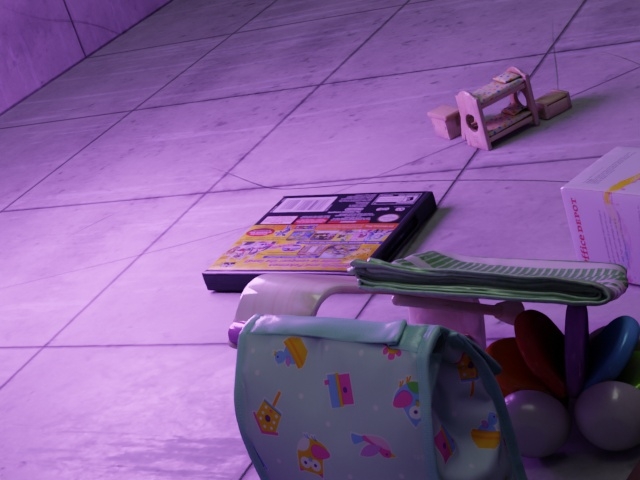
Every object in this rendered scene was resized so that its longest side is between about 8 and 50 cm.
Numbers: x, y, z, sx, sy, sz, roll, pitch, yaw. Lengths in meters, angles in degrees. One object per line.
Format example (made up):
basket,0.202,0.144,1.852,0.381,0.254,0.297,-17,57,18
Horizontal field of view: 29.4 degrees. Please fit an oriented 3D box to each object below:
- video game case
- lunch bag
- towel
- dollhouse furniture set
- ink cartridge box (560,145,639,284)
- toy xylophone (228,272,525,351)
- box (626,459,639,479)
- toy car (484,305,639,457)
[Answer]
video game case,0.000,0.000,1.813,0.274,0.035,0.248,-1,29,33
lunch bag,0.054,0.177,1.103,0.223,0.262,0.160,2,31,40
towel,0.187,0.036,1.258,0.247,0.038,0.325,4,1,18
dollhouse furniture set,0.293,-0.246,2.055,0.182,0.101,0.161,-28,25,-21
ink cartridge box,0.404,-0.028,1.468,0.127,0.128,0.176,-34,29,-33
toy xylophone,0.067,0.087,1.326,0.322,0.081,0.236,4,2,-35
box,0.324,0.236,0.895,0.167,0.169,0.203,2,30,40
toy car,0.252,0.125,1.230,0.182,0.136,0.159,-9,25,20
